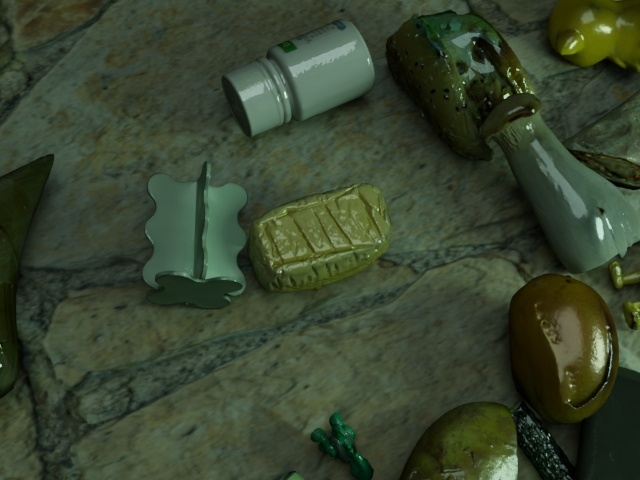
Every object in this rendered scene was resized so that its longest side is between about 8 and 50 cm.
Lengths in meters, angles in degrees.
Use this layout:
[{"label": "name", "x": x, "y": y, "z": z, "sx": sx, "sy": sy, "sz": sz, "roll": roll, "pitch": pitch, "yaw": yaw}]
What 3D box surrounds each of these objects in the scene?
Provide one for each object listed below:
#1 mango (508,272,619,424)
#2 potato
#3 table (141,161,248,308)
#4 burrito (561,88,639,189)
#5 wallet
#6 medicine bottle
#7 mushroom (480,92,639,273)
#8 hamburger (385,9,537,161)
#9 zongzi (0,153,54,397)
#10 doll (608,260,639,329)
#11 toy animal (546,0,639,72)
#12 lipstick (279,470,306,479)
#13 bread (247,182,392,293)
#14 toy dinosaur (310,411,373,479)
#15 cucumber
[{"label": "mango", "x": 0.370, "y": 0.165, "z": 1.724, "sx": 0.166, "sy": 0.136, "sz": 0.236, "roll": -5, "pitch": 69, "yaw": 21}, {"label": "potato", "x": 0.206, "y": 0.364, "z": 1.655, "sx": 0.176, "sy": 0.141, "sz": 0.298, "roll": 34, "pitch": 68, "yaw": -9}, {"label": "table", "x": -0.195, "y": -0.011, "z": 1.777, "sx": 0.166, "sy": 0.166, "sz": 0.198, "roll": 1, "pitch": 67, "yaw": -3}, {"label": "burrito", "x": 0.552, "y": -0.178, "z": 1.919, "sx": 0.347, "sy": 0.107, "sz": 0.175, "roll": -29, "pitch": 52, "yaw": -15}, {"label": "wallet", "x": 0.472, "y": 0.312, "z": 1.721, "sx": 0.168, "sy": 0.052, "sz": 0.245, "roll": 18, "pitch": 54, "yaw": -2}, {"label": "medicine bottle", "x": -0.038, "y": -0.271, "z": 1.911, "sx": 0.236, "sy": 0.139, "sz": 0.139, "roll": -26, "pitch": 71, "yaw": -11}, {"label": "mushroom", "x": 0.391, "y": -0.094, "z": 1.837, "sx": 0.329, "sy": 0.122, "sz": 0.159, "roll": 55, "pitch": 45, "yaw": -3}, {"label": "hamburger", "x": 0.236, "y": -0.282, "z": 1.910, "sx": 0.167, "sy": 0.192, "sz": 0.288, "roll": -33, "pitch": 72, "yaw": -5}, {"label": "zongzi", "x": -0.493, "y": 0.057, "z": 1.747, "sx": 0.360, "sy": 0.160, "sz": 0.323, "roll": -33, "pitch": 78, "yaw": -22}, {"label": "doll", "x": 0.662, "y": 0.048, "z": 1.839, "sx": 0.365, "sy": 0.094, "sz": 0.160, "roll": -11, "pitch": 66, "yaw": -8}, {"label": "toy animal", "x": 0.517, "y": -0.369, "z": 1.981, "sx": 0.229, "sy": 0.156, "sz": 0.156, "roll": 8, "pitch": 67, "yaw": -3}, {"label": "lipstick", "x": 0.046, "y": 0.460, "z": 1.645, "sx": 0.304, "sy": 0.076, "sz": 0.076, "roll": 40, "pitch": 71, "yaw": 12}, {"label": "bread", "x": 0.000, "y": 0.000, "z": 1.814, "sx": 0.236, "sy": 0.106, "sz": 0.140, "roll": -18, "pitch": 68, "yaw": -11}, {"label": "toy dinosaur", "x": 0.039, "y": 0.310, "z": 1.687, "sx": 0.059, "sy": 0.132, "sz": 0.096, "roll": -40, "pitch": 52, "yaw": -16}, {"label": "cucumber", "x": 0.345, "y": 0.332, "z": 1.724, "sx": 0.058, "sy": 0.058, "sz": 0.187, "roll": -30, "pitch": 73, "yaw": -14}]
